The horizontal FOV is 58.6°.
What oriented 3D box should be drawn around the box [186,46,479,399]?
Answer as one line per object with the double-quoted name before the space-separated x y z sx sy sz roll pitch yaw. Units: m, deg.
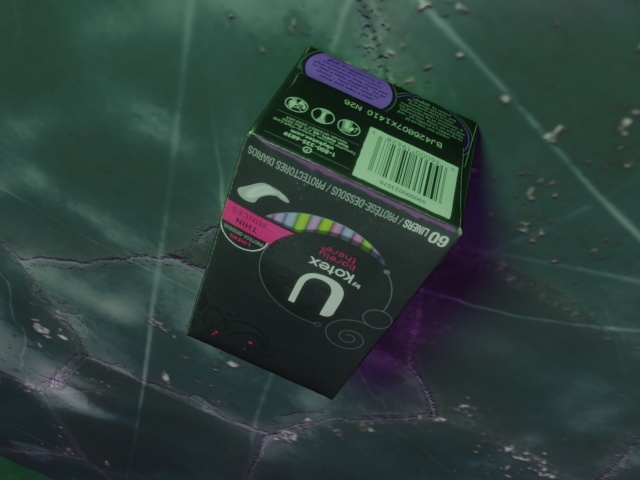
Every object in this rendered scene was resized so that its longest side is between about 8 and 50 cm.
"box" 0.000 0.000 0.514 0.165 0.143 0.270 25 136 -2
